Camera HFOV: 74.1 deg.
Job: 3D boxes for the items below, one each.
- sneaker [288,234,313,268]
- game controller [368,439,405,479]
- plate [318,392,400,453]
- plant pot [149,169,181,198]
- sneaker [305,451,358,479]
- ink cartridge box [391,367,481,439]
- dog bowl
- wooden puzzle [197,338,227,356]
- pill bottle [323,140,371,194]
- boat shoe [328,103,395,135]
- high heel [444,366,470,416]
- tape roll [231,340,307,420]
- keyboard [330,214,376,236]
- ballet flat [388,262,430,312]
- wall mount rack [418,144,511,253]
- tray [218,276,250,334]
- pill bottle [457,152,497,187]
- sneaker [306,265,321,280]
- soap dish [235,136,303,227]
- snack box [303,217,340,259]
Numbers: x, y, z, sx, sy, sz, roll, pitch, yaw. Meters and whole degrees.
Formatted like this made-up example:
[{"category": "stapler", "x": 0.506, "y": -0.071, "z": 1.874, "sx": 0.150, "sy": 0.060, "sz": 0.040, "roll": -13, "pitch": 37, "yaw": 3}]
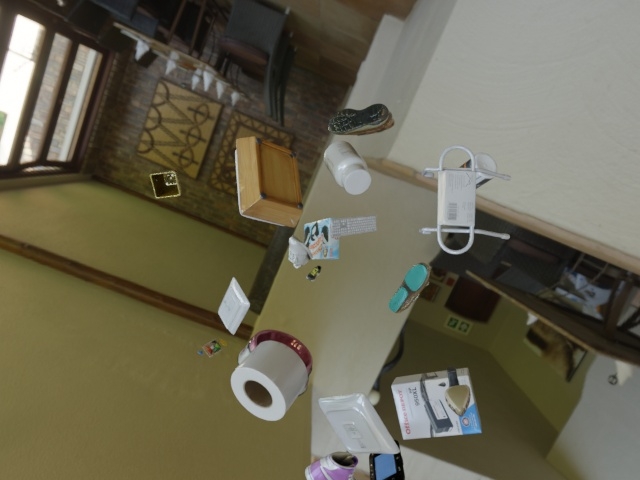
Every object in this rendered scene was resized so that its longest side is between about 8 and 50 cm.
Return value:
[{"category": "sneaker", "x": -0.099, "y": 0.056, "z": 1.853, "sx": 0.090, "sy": 0.094, "sz": 0.235, "roll": 48, "pitch": 173, "yaw": 26}, {"category": "game controller", "x": 0.299, "y": 1.028, "z": 1.921, "sx": 0.067, "sy": 0.166, "sz": 0.319, "roll": 48, "pitch": -172, "yaw": -3}, {"category": "plate", "x": 0.136, "y": 0.737, "z": 1.673, "sx": 0.045, "sy": 0.277, "sz": 0.278, "roll": -35, "pitch": -85, "yaw": -47}, {"category": "plant pot", "x": -0.501, "y": -0.193, "z": 1.397, "sx": 0.081, "sy": 0.082, "sz": 0.083, "roll": -7, "pitch": -157, "yaw": -3}, {"category": "sneaker", "x": 0.099, "y": 0.834, "z": 1.484, "sx": 0.282, "sy": 0.161, "sz": 0.102, "roll": 41, "pitch": -165, "yaw": -29}, {"category": "ink cartridge box", "x": 0.593, "y": 0.840, "z": 2.183, "sx": 0.394, "sy": 0.286, "sz": 0.166, "roll": -14, "pitch": 172, "yaw": 18}, {"category": "dog bowl", "x": -0.221, "y": 0.630, "z": 2.240, "sx": 0.407, "sy": 0.151, "sz": 0.408, "roll": 24, "pitch": -165, "yaw": -7}, {"category": "wooden puzzle", "x": -0.471, "y": 0.467, "z": 1.854, "sx": 0.078, "sy": 0.014, "sz": 0.116, "roll": 32, "pitch": -131, "yaw": 28}, {"category": "pill bottle", "x": 0.104, "y": -0.272, "z": 1.596, "sx": 0.131, "sy": 0.131, "sz": 0.229, "roll": 17, "pitch": -152, "yaw": -29}, {"category": "boat shoe", "x": 0.180, "y": -0.510, "z": 1.872, "sx": 0.323, "sy": 0.123, "sz": 0.119, "roll": 7, "pitch": 169, "yaw": 43}, {"category": "high heel", "x": 0.524, "y": 0.623, "z": 1.592, "sx": 0.093, "sy": 0.186, "sz": 0.261, "roll": -11, "pitch": -165, "yaw": 13}, {"category": "tape roll", "x": -0.192, "y": 0.528, "z": 1.607, "sx": 0.246, "sy": 0.246, "sz": 0.169, "roll": 27, "pitch": -145, "yaw": 17}, {"category": "keyboard", "x": 0.143, "y": -0.063, "z": 1.774, "sx": 0.255, "sy": 0.072, "sz": 0.014, "roll": -8, "pitch": -167, "yaw": -38}, {"category": "ballet flat", "x": 0.465, "y": 0.234, "z": 2.102, "sx": 0.124, "sy": 0.343, "sz": 0.116, "roll": -2, "pitch": -138, "yaw": -36}, {"category": "wall mount rack", "x": 0.483, "y": -0.125, "z": 1.385, "sx": 0.303, "sy": 0.350, "sz": 0.130, "roll": 3, "pitch": 176, "yaw": 5}, {"category": "tray", "x": -0.380, "y": 0.286, "z": 1.806, "sx": 0.030, "sy": 0.270, "sz": 0.145, "roll": -16, "pitch": -118, "yaw": -39}, {"category": "pill bottle", "x": 0.682, "y": -0.290, "z": 1.952, "sx": 0.130, "sy": 0.131, "sz": 0.245, "roll": 21, "pitch": 156, "yaw": -12}, {"category": "sneaker", "x": -0.022, "y": 0.111, "z": 1.471, "sx": 0.031, "sy": 0.035, "sz": 0.083, "roll": 27, "pitch": -152, "yaw": 12}, {"category": "soap dish", "x": -0.174, "y": -0.206, "z": 1.464, "sx": 0.228, "sy": 0.291, "sz": 0.118, "roll": 13, "pitch": 150, "yaw": -42}, {"category": "snack box", "x": 0.000, "y": 0.000, "z": 2.056, "sx": 0.060, "sy": 0.187, "sz": 0.322, "roll": 4, "pitch": 175, "yaw": -23}]
